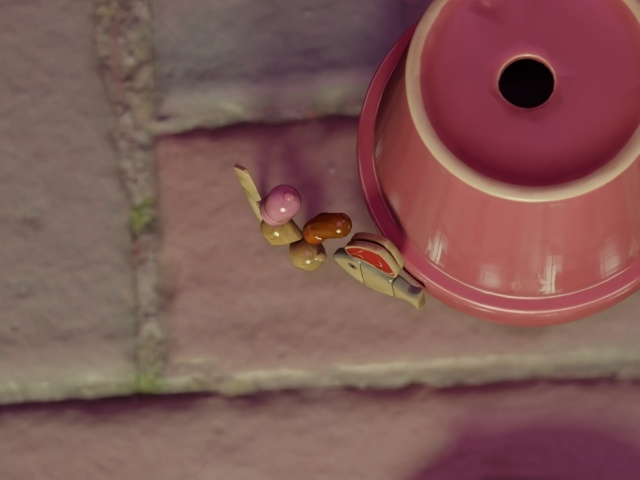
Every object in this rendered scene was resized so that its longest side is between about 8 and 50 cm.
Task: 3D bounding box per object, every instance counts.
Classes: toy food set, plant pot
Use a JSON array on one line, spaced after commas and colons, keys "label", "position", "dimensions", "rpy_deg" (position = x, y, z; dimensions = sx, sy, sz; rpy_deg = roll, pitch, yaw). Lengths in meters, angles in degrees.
[{"label": "toy food set", "position": [0.000, 0.000, 0.875], "dimensions": [0.122, 0.078, 0.019], "rpy_deg": [25, 65, 30]}, {"label": "plant pot", "position": [0.115, -0.063, 0.829], "dimensions": [0.201, 0.180, 0.201], "rpy_deg": [-1, 79, 6]}]
